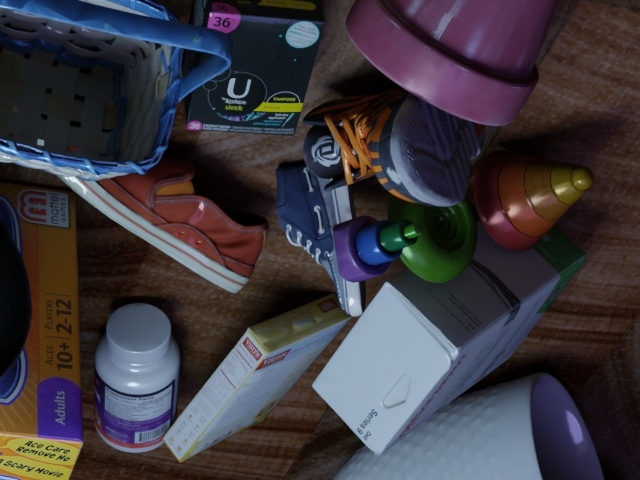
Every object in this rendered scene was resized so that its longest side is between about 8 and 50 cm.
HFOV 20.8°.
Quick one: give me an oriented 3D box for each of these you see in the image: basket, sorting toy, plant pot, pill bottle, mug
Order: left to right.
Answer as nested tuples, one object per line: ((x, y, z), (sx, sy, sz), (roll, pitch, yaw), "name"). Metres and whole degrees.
((-0.250, -0.171, 1.709), (0.254, 0.201, 0.289), (13, 166, -24), "basket")
((-0.231, 0.170, 2.192), (0.108, 0.108, 0.193), (-1, 138, -9), "pill bottle")
((0.174, 0.367, 2.303), (0.328, 0.374, 0.276), (-19, 101, 23), "mug")
((0.153, -0.244, 1.743), (0.201, 0.201, 0.180), (18, 117, -27), "plant pot")
((0.174, -0.033, 1.892), (0.365, 0.127, 0.126), (-17, 179, -45), "sorting toy")

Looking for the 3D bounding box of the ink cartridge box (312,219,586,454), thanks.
((0.152, 0.096, 2.046), (0.289, 0.121, 0.211), (-30, 160, -46), "ink cartridge box")

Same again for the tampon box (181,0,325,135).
((-0.073, -0.202, 1.802), (0.120, 0.101, 0.161), (2, 137, -13), "tampon box")

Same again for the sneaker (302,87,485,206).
((0.060, -0.091, 1.826), (0.180, 0.321, 0.125), (-13, 98, 18), "sneaker")

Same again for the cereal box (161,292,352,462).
((-0.080, 0.172, 2.201), (0.173, 0.047, 0.240), (-21, 155, -49), "cereal box")

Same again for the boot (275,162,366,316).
((0.000, 0.000, 1.992), (0.086, 0.190, 0.069), (-10, 162, 7), "boot")

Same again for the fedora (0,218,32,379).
((-0.428, 0.004, 1.752), (0.334, 0.334, 0.152), (8, 140, -18), "fedora")

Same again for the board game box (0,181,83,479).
((-0.481, 0.166, 1.955), (0.356, 0.356, 0.356), (8, 137, -19), "board game box")

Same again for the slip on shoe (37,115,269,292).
((-0.192, -0.057, 1.957), (0.331, 0.123, 0.101), (33, 92, -31), "slip on shoe")
